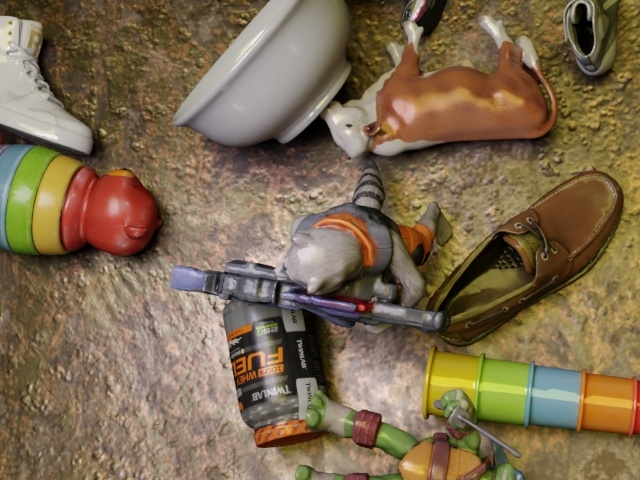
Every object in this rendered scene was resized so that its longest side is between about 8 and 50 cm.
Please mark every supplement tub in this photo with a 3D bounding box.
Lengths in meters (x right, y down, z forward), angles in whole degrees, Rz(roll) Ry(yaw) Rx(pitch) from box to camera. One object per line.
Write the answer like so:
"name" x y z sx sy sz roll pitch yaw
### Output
"supplement tub" -0.056 0.164 1.474 0.117 0.117 0.190 -15 73 8

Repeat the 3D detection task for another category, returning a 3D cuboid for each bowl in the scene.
"bowl" -0.054 -0.223 1.522 0.134 0.298 0.298 42 87 -13

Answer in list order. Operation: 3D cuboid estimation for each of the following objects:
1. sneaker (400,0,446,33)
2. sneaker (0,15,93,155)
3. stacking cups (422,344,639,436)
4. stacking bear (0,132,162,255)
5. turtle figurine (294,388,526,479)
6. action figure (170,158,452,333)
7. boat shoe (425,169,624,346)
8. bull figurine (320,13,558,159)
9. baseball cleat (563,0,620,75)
"sneaker" 0.139 -0.369 1.604 0.077 0.072 0.178 12 69 25
"sneaker" -0.432 -0.240 1.670 0.292 0.108 0.169 23 85 18
"stacking cups" 0.287 0.200 1.410 0.316 0.096 0.096 8 78 11
"stacking bear" -0.366 -0.055 1.586 0.289 0.175 0.164 12 94 7
"turtle figurine" 0.102 0.269 1.317 0.266 0.275 0.198 9 116 12
"action figure" 0.000 0.000 1.388 0.341 0.330 0.178 8 100 9
"boat shoe" 0.265 0.021 1.446 0.307 0.104 0.111 -44 71 -1
"bull figurine" 0.157 -0.197 1.526 0.310 0.101 0.188 0 71 5
"baseball cleat" 0.360 -0.324 1.512 0.072 0.109 0.206 -10 71 25
